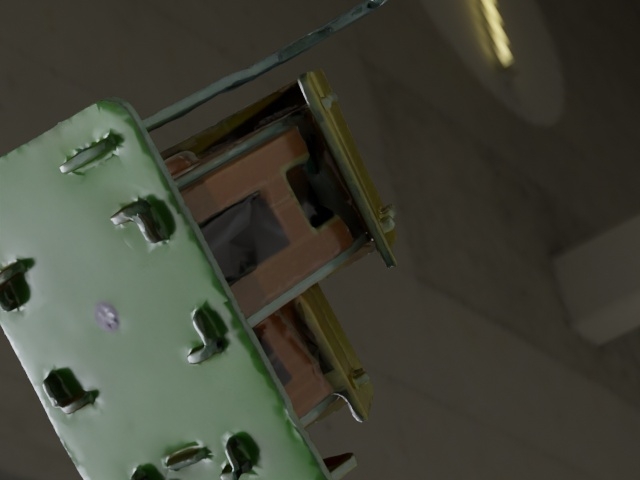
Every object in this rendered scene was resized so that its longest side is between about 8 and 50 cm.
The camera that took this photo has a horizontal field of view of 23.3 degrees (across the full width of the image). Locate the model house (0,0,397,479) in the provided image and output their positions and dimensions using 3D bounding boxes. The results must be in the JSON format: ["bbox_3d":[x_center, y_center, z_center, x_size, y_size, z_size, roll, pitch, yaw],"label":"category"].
[{"bbox_3d":[0.000,0.000,1.061,0.323,0.340,0.300,-35,-81,-51],"label":"model house"}]
